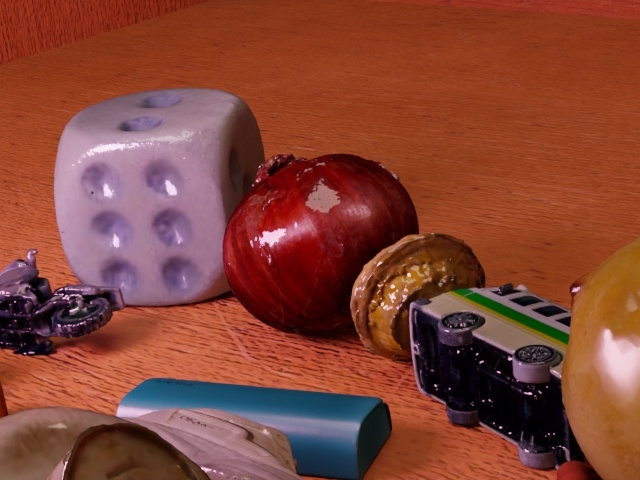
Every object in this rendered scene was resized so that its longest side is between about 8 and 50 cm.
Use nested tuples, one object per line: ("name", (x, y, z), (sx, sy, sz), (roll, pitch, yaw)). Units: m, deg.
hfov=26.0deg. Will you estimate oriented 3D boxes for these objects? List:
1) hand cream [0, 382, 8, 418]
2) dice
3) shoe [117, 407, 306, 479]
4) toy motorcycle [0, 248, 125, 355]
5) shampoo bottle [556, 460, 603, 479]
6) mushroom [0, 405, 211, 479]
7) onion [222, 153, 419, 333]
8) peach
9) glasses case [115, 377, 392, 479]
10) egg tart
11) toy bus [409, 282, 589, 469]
("hand cream", (-0.537, 0.226, 1.665), (0.314, 0.089, 0.139), (-18, 8, -13))
("dice", (-0.231, -0.070, 2.067), (0.264, 0.268, 0.262), (-1, 21, 11))
("shoe", (-0.068, 0.250, 1.383), (0.342, 0.132, 0.210), (19, 16, 28))
("toy motorcycle", (-0.392, 0.087, 1.941), (0.270, 0.106, 0.159), (0, 27, 26))
("shampoo bottle", (0.252, 0.277, 1.289), (0.085, 0.085, 0.244), (-4, 20, 6))
("mushroom", (-0.202, 0.282, 1.097), (0.352, 0.260, 0.352), (25, 33, -17))
("onion", (0.000, 0.000, 1.851), (0.276, 0.276, 0.276), (-6, 21, 2))
("peach", (0.388, 0.139, 1.307), (0.315, 0.281, 0.314), (6, 53, 7))
("glasses case", (-0.078, 0.206, 1.590), (0.301, 0.070, 0.117), (1, 21, 22))
("egg tart", (0.129, 0.080, 1.695), (0.191, 0.191, 0.074), (-15, 35, -20))
("toy bus", (0.237, 0.143, 1.568), (0.164, 0.134, 0.276), (-19, 25, -28))
